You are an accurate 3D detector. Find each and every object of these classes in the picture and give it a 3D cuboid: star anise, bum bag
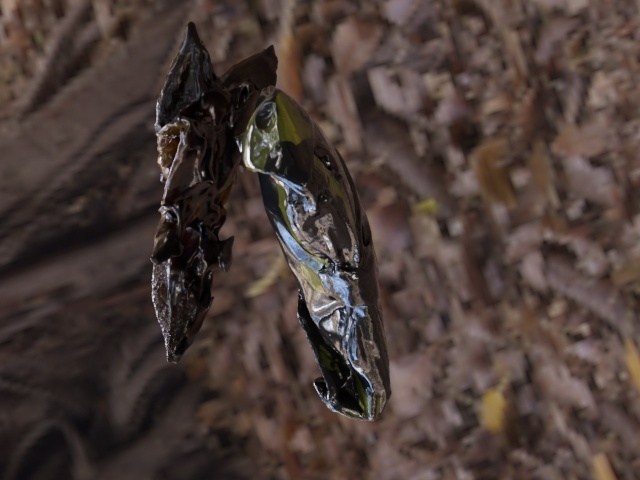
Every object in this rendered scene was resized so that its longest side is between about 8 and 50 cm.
[{"bbox_3d":[-0.074,-0.051,1.139,0.053,0.212,0.157,11,147,18],"label":"star anise"},{"bbox_3d":[0.000,0.000,1.094,0.107,0.060,0.232,-108,1,-48],"label":"bum bag"}]
